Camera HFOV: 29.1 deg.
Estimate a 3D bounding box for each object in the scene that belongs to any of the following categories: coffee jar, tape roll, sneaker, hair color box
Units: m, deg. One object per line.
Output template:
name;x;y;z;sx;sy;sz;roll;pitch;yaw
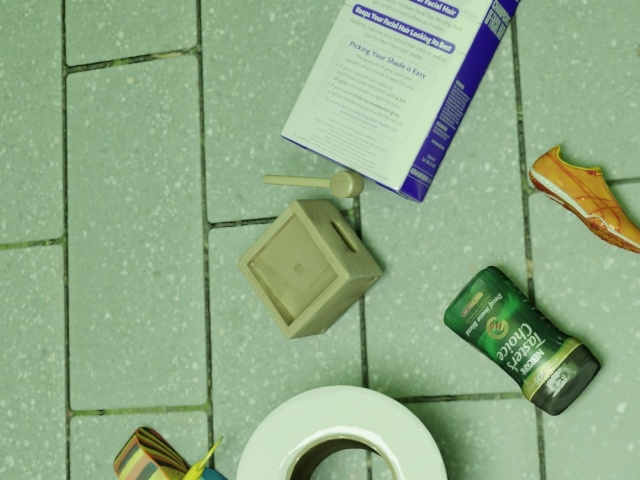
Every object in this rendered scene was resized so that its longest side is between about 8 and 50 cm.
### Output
coffee jar;0.243;0.122;1.484;0.184;0.079;0.096;42;98;20
tape roll;0.032;0.302;1.464;0.246;0.169;0.246;-2;77;7
sneaker;0.331;-0.050;1.484;0.175;0.064;0.067;43;89;17
hair color box;0.112;-0.240;1.568;0.185;0.110;0.339;28;95;23

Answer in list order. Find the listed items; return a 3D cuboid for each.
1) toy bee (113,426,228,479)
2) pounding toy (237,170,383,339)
toy bee;-0.161;0.341;1.565;0.298;0.162;0.195;17;87;22
pounding toy;-0.001;-0.011;1.568;0.206;0.094;0.181;-46;67;27
